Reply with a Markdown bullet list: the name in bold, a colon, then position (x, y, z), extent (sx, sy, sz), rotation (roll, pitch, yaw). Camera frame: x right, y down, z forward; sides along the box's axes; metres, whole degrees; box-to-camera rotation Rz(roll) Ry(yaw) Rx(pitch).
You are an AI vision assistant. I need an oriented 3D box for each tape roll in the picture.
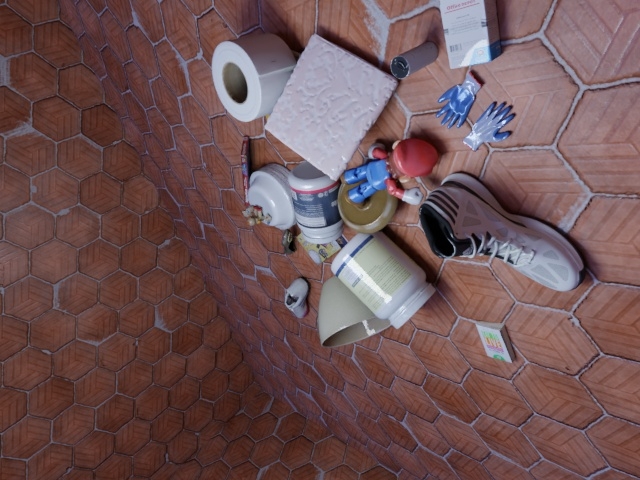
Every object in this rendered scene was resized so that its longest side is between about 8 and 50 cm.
- **tape roll**: position (-0.213, -0.530, 1.373), extent (0.246, 0.169, 0.246), rotation (29, 136, 33)

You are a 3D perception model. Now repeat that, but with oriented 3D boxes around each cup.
- **cup**: position (0.122, 0.268, 1.741), extent (0.331, 0.330, 0.237), rotation (118, 137, -55)

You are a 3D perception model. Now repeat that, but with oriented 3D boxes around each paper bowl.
- **paper bowl**: position (-0.204, -0.179, 1.837), extent (0.284, 0.148, 0.284), rotation (33, 144, 29)

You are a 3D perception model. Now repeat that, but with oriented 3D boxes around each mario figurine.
- **mario figurine**: position (0.224, -0.204, 1.297), extent (0.320, 0.170, 0.198), rotation (-18, 116, 46)

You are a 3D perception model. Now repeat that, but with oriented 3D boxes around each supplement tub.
- **supplement tub**: position (-0.008, -0.145, 1.582), extent (0.191, 0.191, 0.272), rotation (23, 137, 37)
- **supplement tub**: position (0.224, 0.131, 1.511), extent (0.325, 0.235, 0.235), rotation (45, 146, 13)

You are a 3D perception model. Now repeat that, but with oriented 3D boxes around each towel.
- **towel**: position (0.020, -0.399, 1.269), extent (0.317, 0.053, 0.332), rotation (39, 108, 20)

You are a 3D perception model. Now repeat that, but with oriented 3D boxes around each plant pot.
- **plant pot**: position (0.149, -0.141, 1.421), extent (0.236, 0.032, 0.237), rotation (0, 89, 36)

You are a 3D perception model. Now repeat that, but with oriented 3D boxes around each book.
- **book**: position (0.597, 0.344, 1.442), extent (0.096, 0.035, 0.144), rotation (1, 123, 55)

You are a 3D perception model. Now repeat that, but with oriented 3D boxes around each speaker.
- **speaker**: position (0.233, -0.448, 1.046), extent (0.055, 0.136, 0.055), rotation (31, 142, 29)

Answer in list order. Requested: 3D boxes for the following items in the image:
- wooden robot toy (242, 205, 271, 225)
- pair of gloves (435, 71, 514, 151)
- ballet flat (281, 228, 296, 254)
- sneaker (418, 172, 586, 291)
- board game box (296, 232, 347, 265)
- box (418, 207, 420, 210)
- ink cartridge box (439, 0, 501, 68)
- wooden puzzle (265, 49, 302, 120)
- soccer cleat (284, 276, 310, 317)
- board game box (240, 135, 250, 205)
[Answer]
- **wooden robot toy**: position (-0.290, -0.101, 1.807), extent (0.173, 0.079, 0.076), rotation (24, 138, 38)
- **pair of gloves**: position (0.391, -0.318, 1.079), extent (0.198, 0.023, 0.159), rotation (49, 147, 8)
- **ballet flat**: position (-0.144, 0.012, 1.973), extent (0.058, 0.084, 0.250), rotation (17, 159, 5)
- **sneaker**: position (0.446, 0.025, 1.115), extent (0.447, 0.257, 0.169), rotation (40, 145, 19)
- **board game box**: position (0.000, 0.000, 1.844), extent (0.165, 0.042, 0.243), rotation (52, 147, 0)
- **box**: position (0.345, -0.077, 1.321), extent (0.018, 0.067, 0.083), rotation (-5, 116, 52)
- **ink cartridge box**: position (0.336, -0.492, 0.947), extent (0.104, 0.060, 0.180), rotation (12, 130, 46)
- **wooden puzzle**: position (-0.090, -0.477, 1.473), extent (0.322, 0.080, 0.348), rotation (33, 142, 28)
- **soccer cleat**: position (-0.137, 0.323, 2.225), extent (0.116, 0.143, 0.331), rotation (35, 144, 25)
- **board game box**: position (-0.332, -0.309, 1.896), extent (0.027, 0.145, 0.281), rotation (2, 137, -4)
